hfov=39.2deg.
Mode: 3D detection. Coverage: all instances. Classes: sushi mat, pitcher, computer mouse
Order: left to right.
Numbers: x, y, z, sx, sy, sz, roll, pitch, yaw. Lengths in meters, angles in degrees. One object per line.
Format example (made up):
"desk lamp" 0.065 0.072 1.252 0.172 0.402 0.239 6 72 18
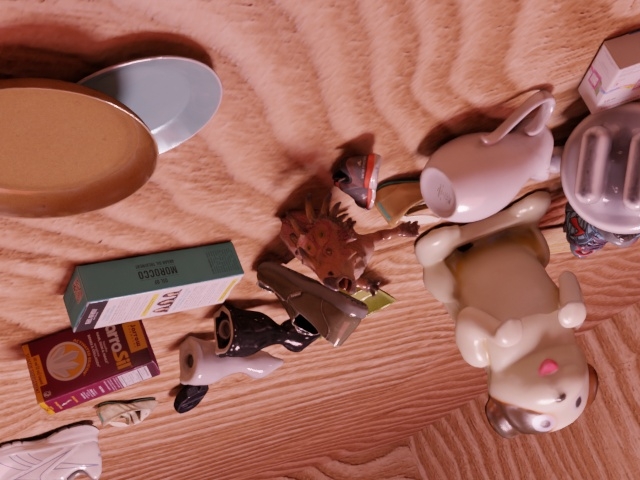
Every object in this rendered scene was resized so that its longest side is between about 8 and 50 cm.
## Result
"computer mouse" -0.263 0.301 1.931 0.071 0.041 0.242 -17 154 -41
"pitcher" 0.254 -0.125 1.321 0.207 0.125 0.178 -25 141 -26
"sushi mat" 0.540 0.002 2.055 0.316 0.019 0.151 -7 154 -36

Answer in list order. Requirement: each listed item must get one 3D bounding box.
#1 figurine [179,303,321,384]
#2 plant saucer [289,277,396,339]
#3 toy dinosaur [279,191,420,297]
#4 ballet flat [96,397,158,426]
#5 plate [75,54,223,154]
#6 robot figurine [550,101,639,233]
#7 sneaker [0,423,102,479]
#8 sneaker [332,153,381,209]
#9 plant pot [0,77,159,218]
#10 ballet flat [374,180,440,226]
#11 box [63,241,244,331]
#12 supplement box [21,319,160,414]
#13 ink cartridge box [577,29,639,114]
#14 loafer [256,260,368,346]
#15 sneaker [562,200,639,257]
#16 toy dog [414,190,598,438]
"figurine" -0.133 0.208 1.696 0.209 0.092 0.215 9 144 -38
"plant saucer" 0.039 0.128 1.798 0.188 0.045 0.188 -28 160 13
"toy dinosaur" 0.000 0.000 1.306 0.200 0.127 0.295 16 178 -35
"ballet flat" -0.408 0.370 1.913 0.057 0.052 0.168 -35 157 28
"plate" -0.192 -0.137 0.926 0.188 0.024 0.188 -19 159 -8
"robot figurine" 0.509 -0.115 1.435 0.300 0.200 0.353 15 -169 29
"sneaker" -0.597 0.479 1.876 0.297 0.129 0.111 -14 160 -20
"sneaker" 0.050 -0.089 1.281 0.065 0.061 0.158 8 163 2
"plant pot" -0.278 -0.090 0.880 0.236 0.032 0.236 -8 155 -4
"ballet flat" 0.189 -0.065 1.437 0.232 0.073 0.080 -13 157 -27
"box" -0.243 0.066 1.322 0.244 0.060 0.100 -9 155 -33
"supplement box" -0.365 0.192 1.442 0.188 0.104 0.081 -20 159 -10
"ink cartridge box" 0.433 -0.242 1.288 0.088 0.052 0.122 -20 161 -10
"loafer" -0.031 0.099 1.423 0.094 0.251 0.087 25 88 -37
"sneaker" 0.517 -0.017 1.661 0.262 0.104 0.125 -85 -167 -74
"toy dog" 0.363 0.179 1.745 0.284 0.408 0.395 -16 158 -18
